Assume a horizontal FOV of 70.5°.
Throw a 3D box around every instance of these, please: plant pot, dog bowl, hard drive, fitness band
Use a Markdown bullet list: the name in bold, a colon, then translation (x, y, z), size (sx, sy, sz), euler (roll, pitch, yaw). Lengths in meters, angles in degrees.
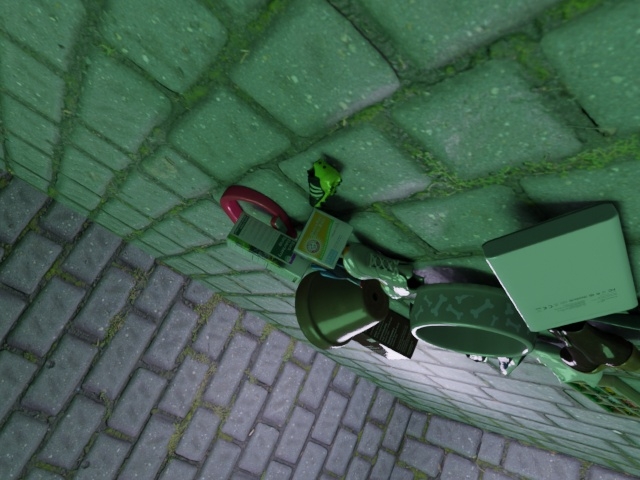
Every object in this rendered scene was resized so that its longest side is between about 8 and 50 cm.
- **plant pot**: translation (0.085, 0.204, 1.438), size (0.229, 0.263, 0.263), euler (-19, 133, 40)
- **dog bowl**: translation (0.398, 0.221, 1.198), size (0.349, 0.102, 0.349), euler (11, 157, 5)
- **hard drive**: translation (0.445, 0.067, 0.825), size (0.203, 0.040, 0.307), euler (-22, 135, 26)
- **fitness band**: translation (-0.184, -0.062, 1.353), size (0.209, 0.054, 0.291), euler (20, 158, 22)

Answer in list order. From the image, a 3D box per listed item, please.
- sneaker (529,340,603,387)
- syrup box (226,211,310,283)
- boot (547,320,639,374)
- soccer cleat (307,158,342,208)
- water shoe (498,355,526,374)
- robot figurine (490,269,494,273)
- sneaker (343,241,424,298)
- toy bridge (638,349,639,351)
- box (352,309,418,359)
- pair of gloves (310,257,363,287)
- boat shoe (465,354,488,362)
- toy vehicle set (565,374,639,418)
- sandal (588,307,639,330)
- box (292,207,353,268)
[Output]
- **sneaker**: translation (0.661, 0.347, 1.258), size (0.212, 0.094, 0.080), euler (15, -163, 28)
- **syrup box**: translation (-0.141, 0.024, 1.287), size (0.237, 0.093, 0.096), euler (28, 160, -1)
- **boot**: translation (0.617, 0.241, 1.089), size (0.207, 0.090, 0.248), euler (31, 165, -7)
- **soccer cleat**: translation (0.000, -0.124, 0.991), size (0.072, 0.060, 0.179), euler (49, 162, 3)
- **water shoe**: translation (0.612, 0.377, 1.479), size (0.080, 0.073, 0.203), euler (41, 162, 25)
- **robot figurine**: translation (0.408, 0.054, 0.914), size (0.115, 0.067, 0.101), euler (13, 125, 32)
- **sneaker**: translation (0.178, 0.071, 1.209), size (0.262, 0.099, 0.121), euler (29, 153, -31)
- **toy bridge**: translation (0.804, 0.255, 0.998), size (0.063, 0.026, 0.188), euler (38, 156, -24)
- **box**: translation (0.166, 0.309, 1.710), size (0.381, 0.143, 0.191), euler (30, 159, -7)
- **pair of gloves**: translation (0.058, 0.082, 1.296), size (0.159, 0.023, 0.198), euler (23, -165, 7)
- **boat shoe**: translation (0.520, 0.359, 1.494), size (0.068, 0.081, 0.228), euler (14, 159, 18)
- **toy vehicle set**: translation (0.909, 0.485, 1.412), size (0.267, 0.035, 0.166), euler (33, 158, -18)
- **sandal**: translation (0.618, 0.148, 0.915), size (0.254, 0.054, 0.097), euler (8, 177, 43)
- **box**: translation (0.000, 0.000, 1.123), size (0.103, 0.114, 0.203), euler (26, 175, -3)
